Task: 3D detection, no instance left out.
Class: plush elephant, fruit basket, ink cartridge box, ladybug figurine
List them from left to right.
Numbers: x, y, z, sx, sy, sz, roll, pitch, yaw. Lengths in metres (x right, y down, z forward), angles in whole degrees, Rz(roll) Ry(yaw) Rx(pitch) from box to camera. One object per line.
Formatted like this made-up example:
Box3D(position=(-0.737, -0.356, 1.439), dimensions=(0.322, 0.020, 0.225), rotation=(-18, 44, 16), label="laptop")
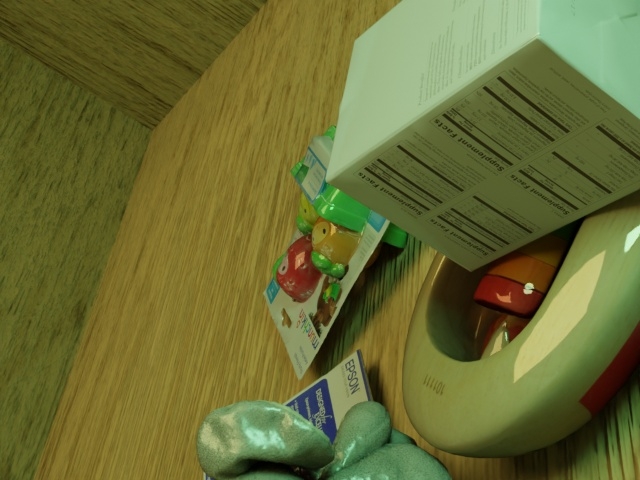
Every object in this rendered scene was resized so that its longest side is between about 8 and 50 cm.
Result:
Box3D(position=(-0.027, 0.337, 1.263), dimensions=(0.307, 0.072, 0.303), rotation=(-35, 29, 14), label="ink cartridge box")
Box3D(position=(-0.009, 0.285, 0.925), dimensions=(0.330, 0.256, 0.271), rotation=(137, 138, -68), label="plush elephant")
Box3D(position=(0.000, 0.000, 1.519), dimensions=(0.353, 0.165, 0.327), rotation=(-57, 23, 13), label="fruit basket")
Box3D(position=(0.253, 0.030, 0.973), dimensions=(0.449, 0.162, 0.305), rotation=(-60, 24, -3), label="ladybug figurine")

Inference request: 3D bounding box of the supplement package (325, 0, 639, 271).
Box3D(position=(0.172, -0.137, 0.876), dimensions=(0.263, 0.198, 0.199), rotation=(-32, 37, 45), label="supplement package")
